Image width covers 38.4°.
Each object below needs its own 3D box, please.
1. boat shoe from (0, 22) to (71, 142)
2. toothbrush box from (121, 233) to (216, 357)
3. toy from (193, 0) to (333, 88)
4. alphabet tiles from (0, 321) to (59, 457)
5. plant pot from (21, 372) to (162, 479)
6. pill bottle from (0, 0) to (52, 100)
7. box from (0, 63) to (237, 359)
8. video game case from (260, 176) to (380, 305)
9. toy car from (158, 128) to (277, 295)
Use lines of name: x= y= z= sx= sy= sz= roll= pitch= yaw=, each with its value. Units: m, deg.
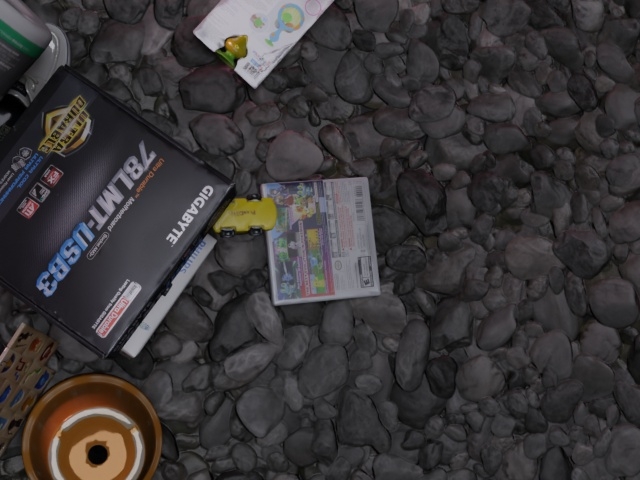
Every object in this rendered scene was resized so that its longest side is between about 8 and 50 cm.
boat shoe: x=-0.462 y=-0.220 z=1.395 sx=0.096 sy=0.088 sz=0.267 roll=30 pitch=77 yaw=-8
toothbrush box: x=-0.340 y=0.009 z=1.377 sx=0.296 sy=0.126 sz=0.216 roll=35 pitch=75 yaw=-7
toy: x=-0.085 y=-0.381 z=1.526 sx=0.137 sy=0.056 sz=0.237 roll=42 pitch=81 yaw=-9
alphabet tiles: x=-0.458 y=0.231 z=1.291 sx=0.009 sy=0.198 sz=0.237 roll=26 pitch=76 yaw=16
plant pot: x=-0.323 y=0.294 z=1.309 sx=0.205 sy=0.188 sz=0.205 roll=2 pitch=84 yaw=-15
pill bottle: x=-0.565 y=-0.218 z=1.274 sx=0.204 sy=0.204 sz=0.361 roll=43 pitch=94 yaw=-5
box: x=-0.316 y=-0.039 z=1.250 sx=0.293 sy=0.073 sz=0.295 roll=36 pitch=83 yaw=6
video game case: x=0.000 y=0.000 z=1.516 sx=0.184 sy=0.023 sz=0.201 roll=-5 pitch=85 yaw=-14
toy car: x=-0.208 y=-0.014 z=1.324 sx=0.239 sy=0.053 sz=0.225 roll=31 pitch=75 yaw=-9
